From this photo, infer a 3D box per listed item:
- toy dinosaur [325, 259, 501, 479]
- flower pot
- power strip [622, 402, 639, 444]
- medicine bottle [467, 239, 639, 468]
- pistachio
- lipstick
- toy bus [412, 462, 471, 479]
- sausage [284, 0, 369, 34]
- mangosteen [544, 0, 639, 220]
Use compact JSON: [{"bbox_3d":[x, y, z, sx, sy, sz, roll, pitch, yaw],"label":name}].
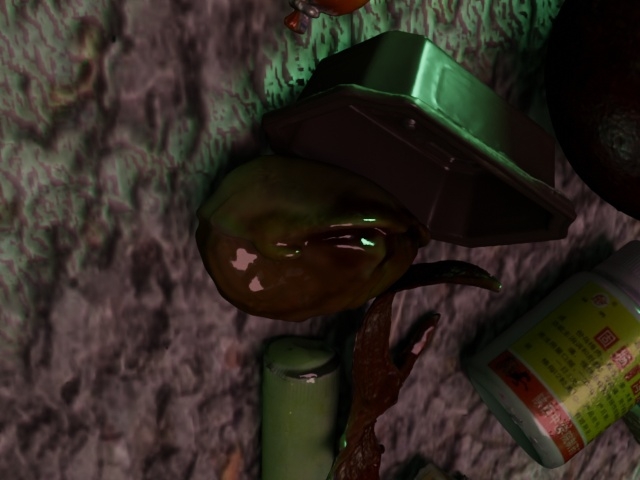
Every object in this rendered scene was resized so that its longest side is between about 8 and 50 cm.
[{"bbox_3d":[0.078,0.168,0.733,0.207,0.113,0.327,5,104,-67],"label":"toy dinosaur"},{"bbox_3d":[0.089,-0.082,0.657,0.251,0.179,0.084,27,70,-31],"label":"flower pot"},{"bbox_3d":[0.400,0.228,0.976,0.032,0.056,0.123,-41,122,-1],"label":"power strip"},{"bbox_3d":[0.274,0.114,0.823,0.225,0.139,0.139,-38,121,-5],"label":"medicine bottle"},{"bbox_3d":[0.000,0.000,0.643,0.210,0.165,0.130,2,92,-36],"label":"pistachio"},{"bbox_3d":[-0.022,0.237,0.784,0.076,0.076,0.304,-8,115,-21],"label":"lipstick"},{"bbox_3d":[0.214,0.371,0.909,0.342,0.138,0.097,41,89,-30],"label":"toy bus"},{"bbox_3d":[0.054,-0.293,0.580,0.093,0.093,0.312,21,102,-30],"label":"sausage"},{"bbox_3d":[0.340,-0.137,0.657,0.301,0.300,0.300,-9,115,-20],"label":"mangosteen"}]
